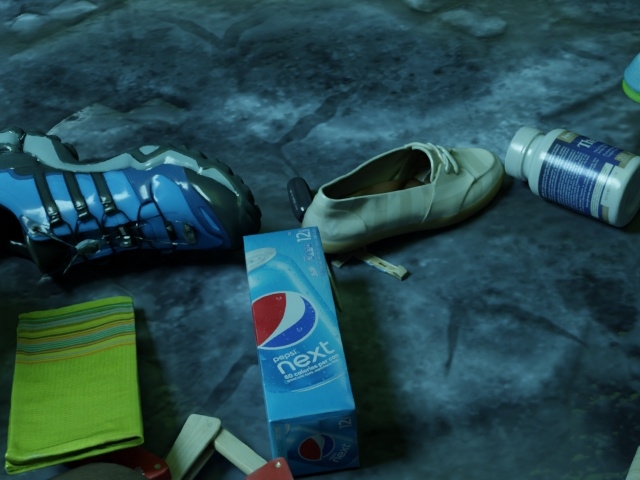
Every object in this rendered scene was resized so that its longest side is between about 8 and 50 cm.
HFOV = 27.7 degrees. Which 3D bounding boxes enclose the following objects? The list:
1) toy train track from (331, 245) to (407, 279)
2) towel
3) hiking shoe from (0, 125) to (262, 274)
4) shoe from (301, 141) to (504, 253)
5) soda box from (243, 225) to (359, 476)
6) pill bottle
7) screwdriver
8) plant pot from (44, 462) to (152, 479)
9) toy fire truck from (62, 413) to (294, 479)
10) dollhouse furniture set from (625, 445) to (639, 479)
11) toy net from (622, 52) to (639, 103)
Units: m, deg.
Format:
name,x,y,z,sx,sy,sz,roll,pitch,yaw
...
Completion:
name,x,y,z,sx,sy,sz,roll,pitch,yaw
toy train track,0.042,0.012,1.157,0.083,0.014,0.048,27,51,31
towel,-0.192,0.104,1.015,0.102,0.021,0.237,-14,23,-5
hiking shoe,-0.195,-0.013,1.156,0.304,0.113,0.132,7,50,28
shoe,0.082,-0.048,1.175,0.219,0.058,0.076,-21,44,-28
soda box,-0.018,0.084,1.038,0.067,0.071,0.210,-8,42,-4
pill bottle,0.232,-0.062,1.180,0.120,0.067,0.067,24,49,29
screwdriver,0.000,0.000,1.170,0.025,0.024,0.170,-36,44,9
plant pot,-0.177,0.245,0.797,0.215,0.215,0.230,11,30,18
toy fire truck,-0.111,0.169,0.971,0.135,0.047,0.192,-22,42,-20
dollhouse furniture set,0.173,0.205,0.658,0.152,0.374,0.201,18,45,18
toy net,0.427,-0.168,1.299,0.232,0.045,0.122,15,43,19
